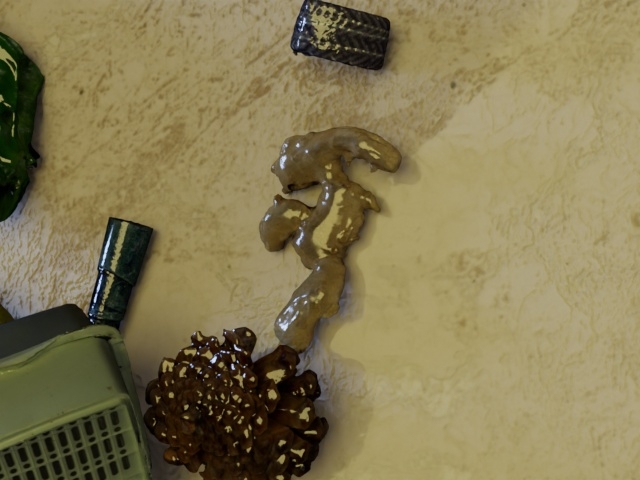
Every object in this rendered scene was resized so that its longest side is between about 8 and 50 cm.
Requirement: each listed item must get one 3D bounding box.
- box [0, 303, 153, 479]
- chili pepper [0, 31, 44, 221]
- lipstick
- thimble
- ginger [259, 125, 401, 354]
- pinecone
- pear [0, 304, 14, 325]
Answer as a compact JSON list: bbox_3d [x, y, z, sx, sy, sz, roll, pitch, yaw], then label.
[{"bbox_3d":[-0.291,0.219,1.369,0.220,0.290,0.166,-20,47,-16],"label":"box"},{"bbox_3d":[-0.482,-0.194,1.565,0.385,0.167,0.213,45,100,17],"label":"chili pepper"},{"bbox_3d":[-0.248,0.092,1.515,0.053,0.053,0.234,15,92,20],"label":"lipstick"},{"bbox_3d":[0.022,-0.228,1.438,0.104,0.095,0.066,12,98,-15],"label":"thimble"},{"bbox_3d":[-0.011,-0.007,1.439,0.149,0.065,0.259,22,97,33],"label":"ginger"},{"bbox_3d":[-0.081,0.182,1.375,0.179,0.195,0.150,-27,33,28],"label":"pinecone"},{"bbox_3d":[-0.436,0.140,1.503,0.198,0.198,0.198,-3,82,19],"label":"pear"}]
